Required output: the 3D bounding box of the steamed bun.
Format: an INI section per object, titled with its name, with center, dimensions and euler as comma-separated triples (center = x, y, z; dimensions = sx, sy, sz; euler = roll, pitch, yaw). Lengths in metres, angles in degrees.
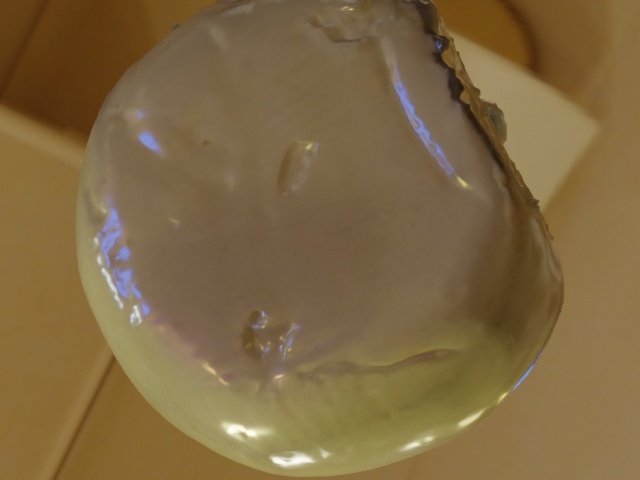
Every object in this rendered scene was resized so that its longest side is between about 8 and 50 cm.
[steamed bun]
center = 0.000, 0.000, 1.212
dimensions = 0.233, 0.312, 0.333
euler = 44, -153, -66
